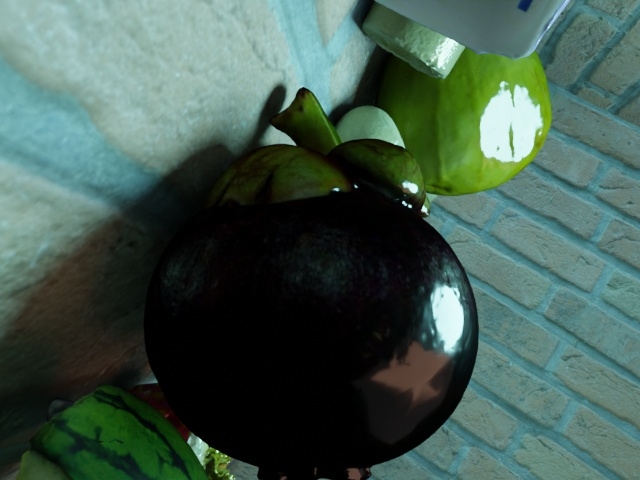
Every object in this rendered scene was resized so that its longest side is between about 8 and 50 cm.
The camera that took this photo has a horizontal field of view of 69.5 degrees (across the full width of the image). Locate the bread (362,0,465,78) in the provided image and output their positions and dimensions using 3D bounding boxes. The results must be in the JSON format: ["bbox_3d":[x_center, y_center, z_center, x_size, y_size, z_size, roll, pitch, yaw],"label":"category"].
[{"bbox_3d":[0.152,-0.325,0.650,0.141,0.148,0.134,-61,-153,16],"label":"bread"}]

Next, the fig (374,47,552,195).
[{"bbox_3d":[0.250,-0.263,0.867,0.343,0.343,0.343,-54,168,-17],"label":"fig"}]

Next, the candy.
[{"bbox_3d":[-0.258,0.218,0.497,0.124,0.124,0.365,-57,161,-6],"label":"candy"}]

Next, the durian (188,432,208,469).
[{"bbox_3d":[-0.274,0.358,0.722,0.137,0.183,0.249,-23,-170,27],"label":"durian"}]

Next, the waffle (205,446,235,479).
[{"bbox_3d":[-0.216,0.439,0.893,0.260,0.068,0.293,-57,-160,26],"label":"waffle"}]

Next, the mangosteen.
[{"bbox_3d":[-0.006,0.052,0.565,0.382,0.381,0.436,96,-5,-66],"label":"mangosteen"}]

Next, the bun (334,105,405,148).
[{"bbox_3d":[0.075,-0.146,0.816,0.110,0.164,0.188,-28,179,-10],"label":"bun"}]

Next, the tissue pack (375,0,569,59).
[{"bbox_3d":[0.200,-0.375,0.492,0.338,0.242,0.160,-51,169,-27],"label":"tissue pack"}]

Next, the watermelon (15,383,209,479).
[{"bbox_3d":[-0.167,0.296,0.326,0.331,0.189,0.331,-63,174,-12],"label":"watermelon"}]

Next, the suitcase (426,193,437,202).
[{"bbox_3d":[0.298,-0.193,1.522,0.352,0.193,0.339,-56,171,-10],"label":"suitcase"}]
